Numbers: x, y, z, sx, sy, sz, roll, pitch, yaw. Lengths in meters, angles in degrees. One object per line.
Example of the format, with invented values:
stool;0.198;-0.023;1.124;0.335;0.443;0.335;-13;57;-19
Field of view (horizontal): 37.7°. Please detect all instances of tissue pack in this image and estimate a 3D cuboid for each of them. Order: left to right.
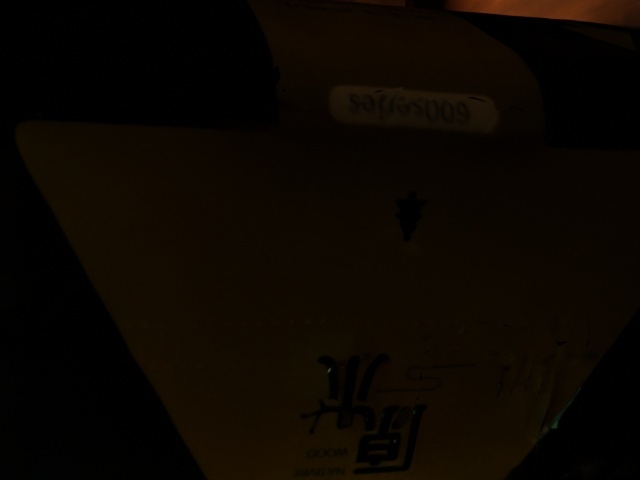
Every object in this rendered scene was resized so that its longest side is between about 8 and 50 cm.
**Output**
tissue pack;0.000;0.000;0.535;0.253;0.417;0.264;-123;38;-64

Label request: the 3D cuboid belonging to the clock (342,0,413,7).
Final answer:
clock;0.025;-0.180;0.943;0.220;0.106;0.255;-169;80;-70
